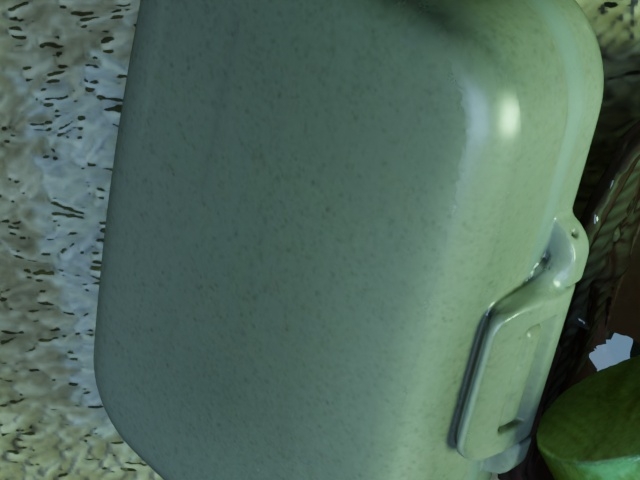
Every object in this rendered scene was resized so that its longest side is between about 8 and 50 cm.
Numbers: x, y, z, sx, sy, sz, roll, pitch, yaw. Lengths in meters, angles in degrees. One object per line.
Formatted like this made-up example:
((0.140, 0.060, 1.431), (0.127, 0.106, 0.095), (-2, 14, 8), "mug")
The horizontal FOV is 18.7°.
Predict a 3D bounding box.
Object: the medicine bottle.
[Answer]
((0.000, 0.000, 1.028), (0.282, 0.123, 0.375), (33, 128, 29), "medicine bottle")

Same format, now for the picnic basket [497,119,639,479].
((0.227, 0.040, 1.049), (0.222, 0.129, 0.297), (17, 124, 2), "picnic basket")

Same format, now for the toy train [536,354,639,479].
((0.228, 0.180, 0.982), (0.189, 0.126, 0.307), (-19, 116, 23), "toy train")
